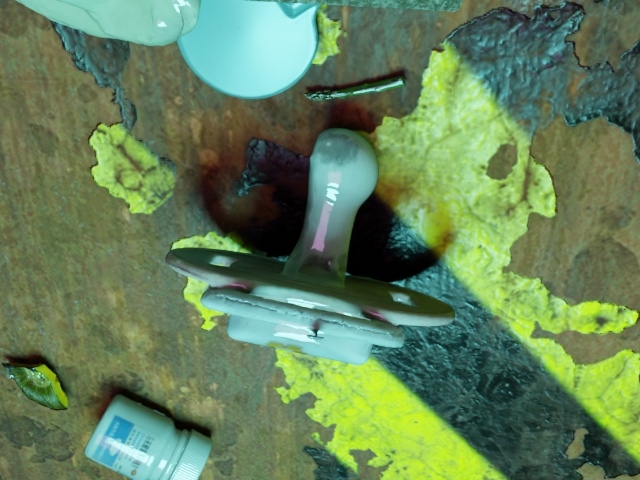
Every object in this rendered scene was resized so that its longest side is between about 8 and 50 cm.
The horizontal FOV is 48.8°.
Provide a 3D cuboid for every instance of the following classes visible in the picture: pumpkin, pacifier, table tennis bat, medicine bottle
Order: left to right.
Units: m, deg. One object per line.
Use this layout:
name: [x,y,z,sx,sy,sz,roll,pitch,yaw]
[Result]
pumpkin: [-0.431,0.217,1.084,0.073,0.035,0.101,-7,123,26]
medicine bottle: [-0.260,0.313,1.070,0.168,0.105,0.105,28,121,-8]
table tennis bat: [-0.045,-0.242,0.746,0.244,0.040,0.153,-26,119,25]
pacifier: [-0.006,0.028,0.804,0.332,0.273,0.220,12,148,0]

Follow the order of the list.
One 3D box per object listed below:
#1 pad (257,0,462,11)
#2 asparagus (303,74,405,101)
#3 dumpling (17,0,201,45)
pad: [0.041,-0.276,0.650,0.235,0.003,0.158,-1,151,-10]
asparagus: [0.038,-0.168,0.788,0.114,0.014,0.015,-8,118,14]
dumpling: [-0.286,-0.338,0.665,0.315,0.233,0.395,-5,141,49]
